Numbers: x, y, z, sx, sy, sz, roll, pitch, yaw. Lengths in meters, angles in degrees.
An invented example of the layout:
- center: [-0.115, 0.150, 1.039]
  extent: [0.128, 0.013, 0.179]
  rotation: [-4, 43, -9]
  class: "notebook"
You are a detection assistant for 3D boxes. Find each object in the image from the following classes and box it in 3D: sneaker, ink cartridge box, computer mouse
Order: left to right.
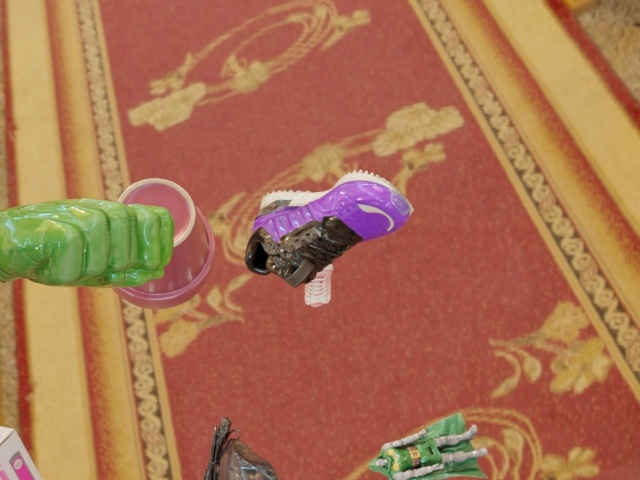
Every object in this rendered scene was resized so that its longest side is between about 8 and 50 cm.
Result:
- center: [-0.562, 0.486, 1.777]
  extent: [0.175, 0.371, 0.069]
  rotation: [3, 37, 32]
  class: "ink cartridge box"
- center: [-0.159, 0.441, 1.753]
  extent: [0.272, 0.072, 0.189]
  rotation: [12, 94, 59]
  class: "computer mouse"
- center: [-0.003, 0.079, 1.697]
  extent: [0.050, 0.134, 0.070]
  rotation: [0, 80, 1]
  class: "sneaker"
- center: [0.000, 0.001, 1.335]
  extent: [0.293, 0.102, 0.146]
  rotation: [-10, 44, 48]
  class: "sneaker"

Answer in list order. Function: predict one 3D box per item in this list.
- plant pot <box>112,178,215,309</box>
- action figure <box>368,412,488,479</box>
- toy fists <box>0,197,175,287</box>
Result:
- center: [-0.273, -0.008, 1.609]
  extent: [0.201, 0.180, 0.202]
  rotation: [3, 66, -7]
  class: "plant pot"
- center: [0.194, 0.398, 1.793]
  extent: [0.232, 0.063, 0.137]
  rotation: [-8, 55, -24]
  class: "action figure"
- center: [-0.243, 0.007, 1.026]
  extent: [0.142, 0.279, 0.096]
  rotation: [-9, 87, 10]
  class: "toy fists"
